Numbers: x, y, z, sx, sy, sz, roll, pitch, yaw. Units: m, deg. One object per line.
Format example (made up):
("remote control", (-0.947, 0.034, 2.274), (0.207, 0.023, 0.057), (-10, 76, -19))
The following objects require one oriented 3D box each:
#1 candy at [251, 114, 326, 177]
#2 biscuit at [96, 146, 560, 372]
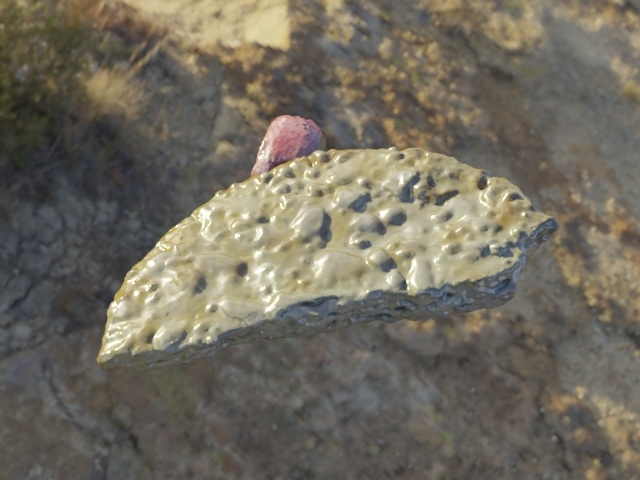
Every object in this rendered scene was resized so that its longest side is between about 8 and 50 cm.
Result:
("candy", (-0.026, -0.044, 0.885), (0.043, 0.103, 0.103), (15, 34, 4))
("biscuit", (0.000, 0.001, 0.733), (0.289, 0.038, 0.141), (-12, 51, 0))
